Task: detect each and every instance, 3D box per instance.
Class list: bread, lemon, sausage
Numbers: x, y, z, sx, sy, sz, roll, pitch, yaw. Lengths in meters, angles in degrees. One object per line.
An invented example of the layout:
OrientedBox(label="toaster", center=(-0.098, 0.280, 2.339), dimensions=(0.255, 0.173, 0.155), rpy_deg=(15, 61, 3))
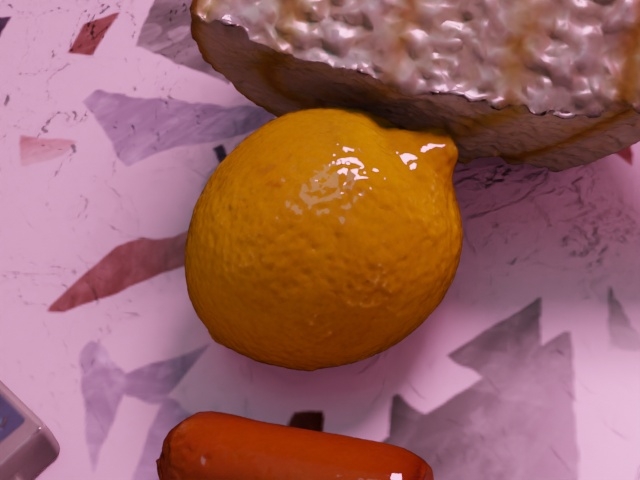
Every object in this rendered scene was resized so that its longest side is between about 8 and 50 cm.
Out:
OrientedBox(label="bread", center=(0.121, -0.187, 0.820), dimensions=(0.395, 0.264, 0.239), rpy_deg=(16, 82, 7))
OrientedBox(label="lemon", center=(0.000, 0.000, 0.755), dimensions=(0.244, 0.187, 0.187), rpy_deg=(-36, 46, 24))
OrientedBox(label="sausage", center=(-0.020, 0.162, 0.696), dimensions=(0.197, 0.076, 0.076), rpy_deg=(8, 54, 19))

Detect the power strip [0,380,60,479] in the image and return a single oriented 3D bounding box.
OrientedBox(label="power strip", center=(-0.353, 0.096, 0.836), dimensions=(0.367, 0.043, 0.106), rpy_deg=(33, 64, 31))
